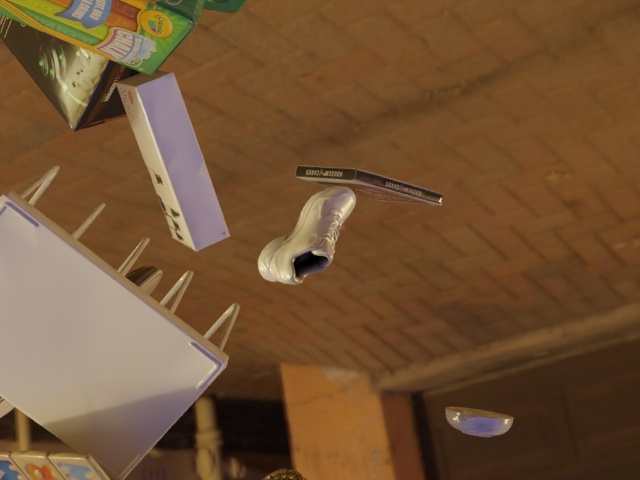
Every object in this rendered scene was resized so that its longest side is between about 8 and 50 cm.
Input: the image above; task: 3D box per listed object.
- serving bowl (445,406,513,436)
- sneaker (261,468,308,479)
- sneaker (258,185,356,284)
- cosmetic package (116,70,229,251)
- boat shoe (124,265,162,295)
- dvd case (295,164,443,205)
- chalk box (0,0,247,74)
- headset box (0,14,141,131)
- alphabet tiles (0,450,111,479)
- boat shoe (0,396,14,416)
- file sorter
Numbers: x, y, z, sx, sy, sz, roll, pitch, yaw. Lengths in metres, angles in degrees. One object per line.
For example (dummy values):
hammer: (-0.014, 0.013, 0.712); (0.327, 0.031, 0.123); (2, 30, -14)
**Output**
serving bowl: (0.193, 0.223, 1.237); (0.083, 0.027, 0.083); (8, 176, 1)
sneaker: (0.005, 0.255, 0.879); (0.086, 0.064, 0.192); (45, 158, -16)
sneaker: (0.000, 0.000, 1.843); (0.115, 0.232, 0.090); (26, 159, 46)
cosmetic package: (-0.202, -0.110, 1.385); (0.060, 0.239, 0.099); (-26, -159, -22)
boat shoe: (-0.435, 0.141, 1.886); (0.335, 0.095, 0.112); (-46, 172, -30)
dvd case: (0.096, -0.107, 1.977); (0.238, 0.030, 0.179); (14, 176, -39)
chalk box: (-0.216, -0.316, 1.146); (0.288, 0.179, 0.180); (21, 161, -19)
headset box: (-0.359, -0.345, 1.551); (0.131, 0.283, 0.246); (-26, 161, -46)
alphabet tiles: (-0.252, 0.325, 1.084); (0.342, 0.011, 0.285); (-7, 125, 35)
boat shoe: (-0.526, 0.236, 1.381); (0.113, 0.105, 0.306); (19, -150, 25)
file sorter: (-0.255, 0.078, 1.108); (0.193, 0.277, 0.173); (-48, -169, 19)
